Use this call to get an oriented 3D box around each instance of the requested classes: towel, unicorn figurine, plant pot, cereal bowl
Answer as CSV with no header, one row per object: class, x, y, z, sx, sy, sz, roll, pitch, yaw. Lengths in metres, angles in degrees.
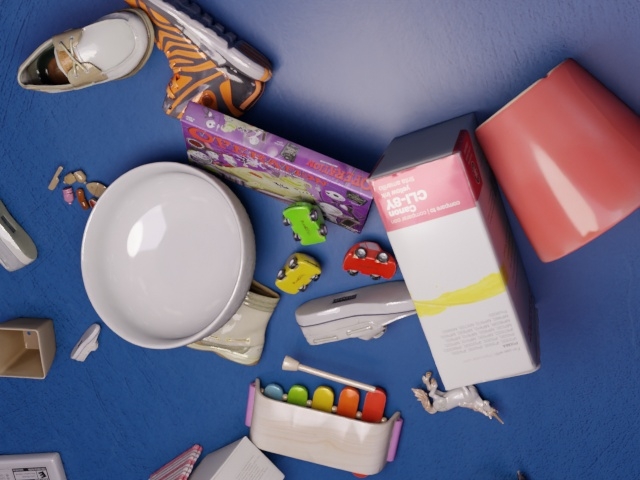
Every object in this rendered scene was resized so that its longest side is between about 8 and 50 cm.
towel,-0.317,0.508,1.918,0.144,0.197,0.029,-37,102,21
unicorn figurine,0.266,0.295,1.797,0.162,0.060,0.111,-14,107,33
plant pot,-0.599,0.210,1.927,0.109,0.096,0.109,1,110,12
cereal bowl,-0.265,0.028,1.741,0.339,0.141,0.339,-1,88,20
plant pot,0.397,-0.140,1.514,0.275,0.275,0.243,-38,88,21

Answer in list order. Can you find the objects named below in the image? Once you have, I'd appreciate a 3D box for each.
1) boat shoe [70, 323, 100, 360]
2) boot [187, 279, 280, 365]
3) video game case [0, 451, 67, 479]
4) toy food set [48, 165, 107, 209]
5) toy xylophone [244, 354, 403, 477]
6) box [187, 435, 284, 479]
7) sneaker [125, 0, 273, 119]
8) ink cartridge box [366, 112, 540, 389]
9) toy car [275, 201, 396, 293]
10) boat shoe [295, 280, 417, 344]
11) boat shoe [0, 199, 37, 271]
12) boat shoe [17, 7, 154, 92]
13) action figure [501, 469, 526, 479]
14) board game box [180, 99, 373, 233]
boat shoe,-0.476,0.212,1.939,0.035,0.035,0.100,28,111,-28
boot,-0.197,0.137,1.825,0.213,0.077,0.165,19,113,-1
video game case,-0.707,0.623,2.132,0.329,0.036,0.300,-6,108,13
toy food set,-0.463,-0.095,1.832,0.122,0.019,0.078,32,113,-9
toy xylophone,0.007,0.344,1.851,0.323,0.081,0.236,20,112,5
box,-0.198,0.509,1.871,0.119,0.182,0.181,47,140,-7
sneaker,-0.257,-0.321,1.648,0.321,0.124,0.180,38,112,-3
ink cartridge box,0.234,0.015,1.577,0.160,0.279,0.384,-17,105,18
toy car,0.000,0.000,1.703,0.239,0.053,0.225,-11,135,20
boat shoe,0.084,0.144,1.758,0.268,0.096,0.088,-14,110,18
boat shoe,-0.661,-0.033,1.862,0.081,0.079,0.227,-32,103,16
boat shoe,-0.411,-0.316,1.636,0.302,0.103,0.113,-16,99,41
action figure,0.328,0.547,1.825,0.276,0.141,0.164,-14,104,20
board game box,-0.072,-0.123,1.645,0.347,0.208,0.056,23,70,4
